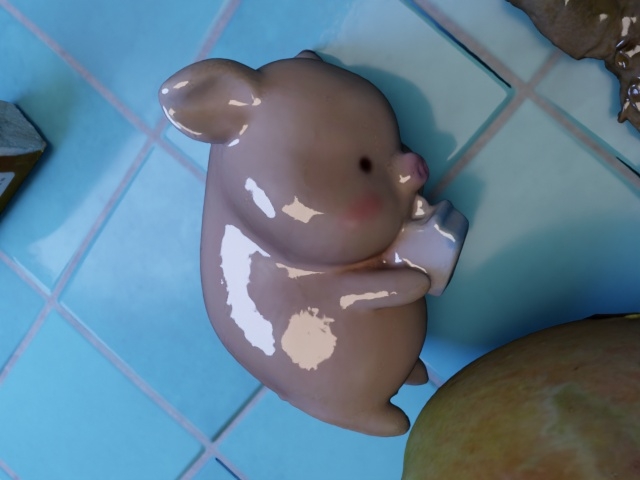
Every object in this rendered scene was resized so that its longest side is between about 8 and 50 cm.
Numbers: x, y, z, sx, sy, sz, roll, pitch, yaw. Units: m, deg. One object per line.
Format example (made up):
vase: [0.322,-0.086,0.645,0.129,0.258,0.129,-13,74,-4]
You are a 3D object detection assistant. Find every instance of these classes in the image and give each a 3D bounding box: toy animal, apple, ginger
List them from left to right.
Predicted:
toy animal: [0.002,-0.003,0.482,0.212,0.195,0.256,18,112,19]
apple: [0.198,0.216,0.417,0.305,0.338,0.339,-10,101,36]
ginger: [0.213,-0.166,0.432,0.122,0.084,0.290,-38,90,30]

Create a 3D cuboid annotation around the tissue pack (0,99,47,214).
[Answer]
tissue pack: [-0.406,-0.038,0.616,0.092,0.183,0.226,46,112,7]
